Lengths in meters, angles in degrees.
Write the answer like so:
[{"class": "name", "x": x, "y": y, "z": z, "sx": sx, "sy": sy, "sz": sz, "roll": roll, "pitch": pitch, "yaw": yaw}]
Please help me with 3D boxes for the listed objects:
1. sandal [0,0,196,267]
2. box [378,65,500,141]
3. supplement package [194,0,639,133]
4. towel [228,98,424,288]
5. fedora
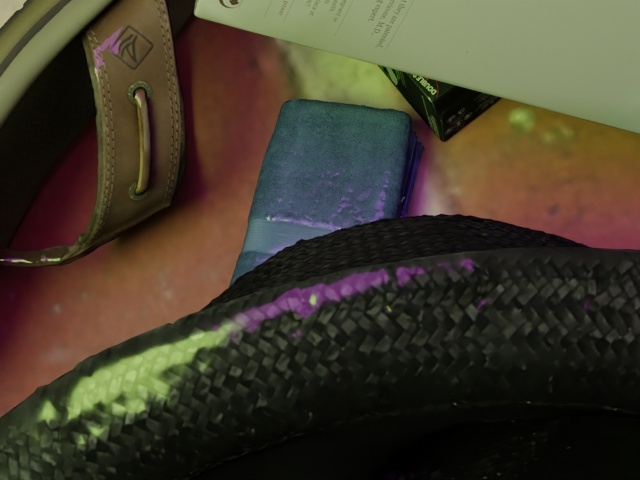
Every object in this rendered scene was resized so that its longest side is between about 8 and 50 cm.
[{"class": "sandal", "x": -0.082, "y": -0.064, "z": 0.648, "sx": 0.086, "sy": 0.120, "sz": 0.303, "roll": 34, "pitch": 82, "yaw": 4}, {"class": "box", "x": 0.049, "y": -0.098, "z": 0.662, "sx": 0.062, "sy": 0.052, "sz": 0.083, "roll": -38, "pitch": 72, "yaw": -2}, {"class": "supplement package", "x": 0.080, "y": -0.169, "z": 0.549, "sx": 0.203, "sy": 0.194, "sz": 0.149, "roll": 13, "pitch": 51, "yaw": -15}, {"class": "towel", "x": 0.000, "y": 0.000, "z": 0.653, "sx": 0.067, "sy": 0.029, "sz": 0.120, "roll": 11, "pitch": 77, "yaw": 14}, {"class": "fedora", "x": 0.026, "y": 0.095, "z": 0.532, "sx": 0.334, "sy": 0.334, "sz": 0.152, "roll": -17, "pitch": 34, "yaw": 6}]
